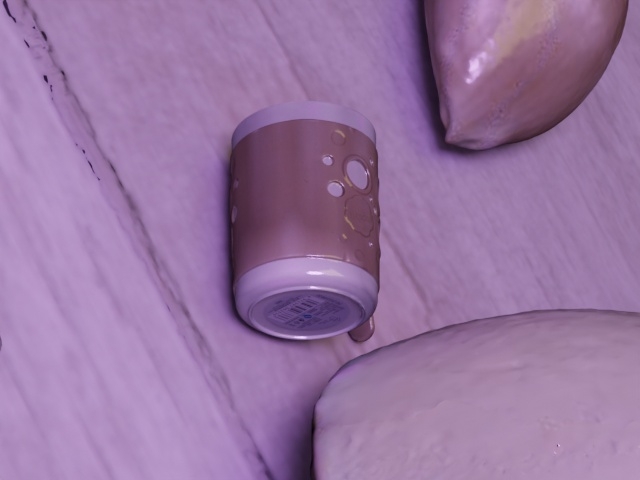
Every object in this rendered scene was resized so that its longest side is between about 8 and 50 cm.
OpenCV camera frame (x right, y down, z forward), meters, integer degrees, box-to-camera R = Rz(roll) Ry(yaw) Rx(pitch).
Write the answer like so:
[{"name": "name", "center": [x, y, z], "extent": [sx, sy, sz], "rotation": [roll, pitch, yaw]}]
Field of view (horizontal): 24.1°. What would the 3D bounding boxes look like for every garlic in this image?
[{"name": "garlic", "center": [0.135, -0.183, 0.946], "extent": [0.143, 0.112, 0.318], "rotation": [31, 46, -29]}]

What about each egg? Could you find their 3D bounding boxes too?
[{"name": "egg", "center": [0.171, 0.147, 0.666], "extent": [0.337, 0.201, 0.337], "rotation": [45, 22, -24]}]

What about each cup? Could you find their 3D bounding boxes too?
[{"name": "cup", "center": [-0.008, -0.001, 0.743], "extent": [0.074, 0.102, 0.099], "rotation": [0, 61, -1]}]

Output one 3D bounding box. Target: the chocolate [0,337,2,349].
[{"name": "chocolate", "center": [-0.220, 0.020, 0.478], "extent": [0.185, 0.100, 0.303], "rotation": [54, 30, 4]}]
